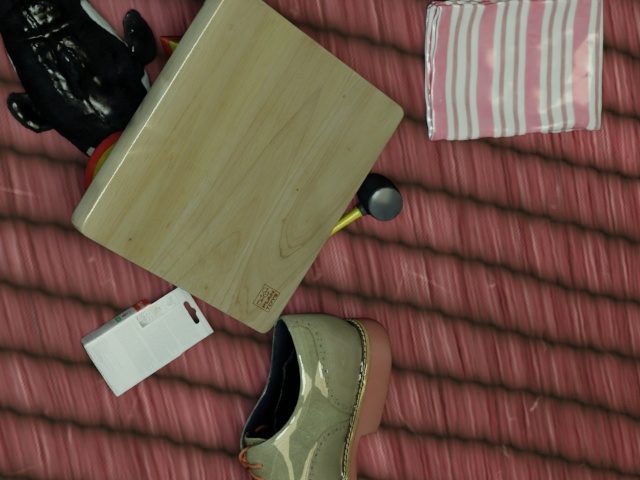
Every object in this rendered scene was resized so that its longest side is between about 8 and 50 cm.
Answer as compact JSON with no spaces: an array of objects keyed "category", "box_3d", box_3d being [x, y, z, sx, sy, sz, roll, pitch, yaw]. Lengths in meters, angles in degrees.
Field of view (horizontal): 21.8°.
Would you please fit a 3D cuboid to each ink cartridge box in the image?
[{"category":"ink cartridge box","box_3d":[-0.170,0.094,1.629,0.115,0.029,0.063,-33,107,-10]}]

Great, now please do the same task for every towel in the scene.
[{"category":"towel","box_3d":[0.201,-0.176,1.693,0.197,0.029,0.144,-5,102,-16]}]

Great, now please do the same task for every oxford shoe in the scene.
[{"category":"oxford shoe","box_3d":[-0.035,0.238,1.641,0.130,0.123,0.348,13,86,-31]}]

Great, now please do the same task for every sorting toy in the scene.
[{"category":"sorting toy","box_3d":[-0.088,-0.082,1.552,0.255,0.089,0.257,33,90,-43]}]

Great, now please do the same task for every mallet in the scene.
[{"category":"mallet","box_3d":[0.000,0.000,1.645,0.190,0.062,0.039,-36,110,-8]}]

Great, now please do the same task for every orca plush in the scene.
[{"category":"orca plush","box_3d":[-0.222,-0.187,1.521,0.151,0.102,0.287,-17,105,-13]}]
